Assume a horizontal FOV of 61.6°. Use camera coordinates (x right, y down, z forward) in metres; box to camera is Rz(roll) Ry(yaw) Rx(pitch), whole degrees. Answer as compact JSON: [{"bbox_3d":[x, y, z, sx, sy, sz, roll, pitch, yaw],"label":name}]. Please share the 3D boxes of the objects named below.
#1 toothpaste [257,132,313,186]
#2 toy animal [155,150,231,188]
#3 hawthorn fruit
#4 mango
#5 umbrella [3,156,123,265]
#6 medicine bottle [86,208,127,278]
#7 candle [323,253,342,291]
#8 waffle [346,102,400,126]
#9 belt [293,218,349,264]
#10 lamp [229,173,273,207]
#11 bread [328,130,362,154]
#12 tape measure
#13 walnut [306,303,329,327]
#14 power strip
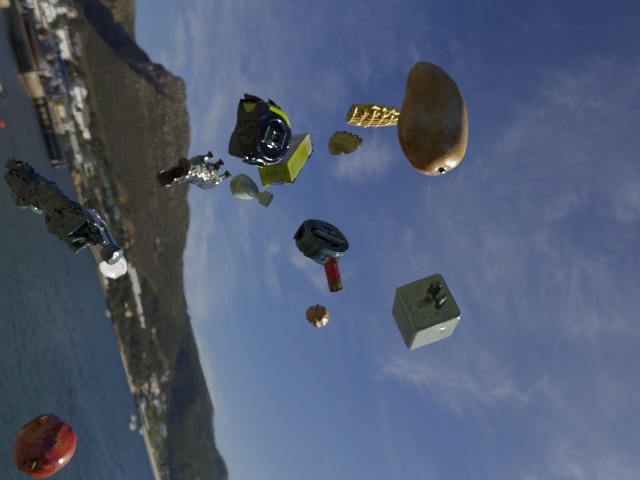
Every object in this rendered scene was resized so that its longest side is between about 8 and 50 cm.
[{"bbox_3d":[-0.117,-0.288,1.883,0.327,0.110,0.077,-67,149,-58],"label":"toothpaste"},{"bbox_3d":[-0.473,-0.266,2.044,0.106,0.168,0.343,60,19,7],"label":"toy animal"},{"bbox_3d":[-0.842,0.633,1.620,0.200,0.179,0.179,-98,-179,-70],"label":"hawthorn fruit"},{"bbox_3d":[0.349,-0.383,1.694,0.199,0.221,0.384,31,50,-67],"label":"mango"},{"bbox_3d":[-0.602,-0.057,1.245,0.348,0.094,0.143,39,-24,10],"label":"umbrella"},{"bbox_3d":[-0.663,0.002,1.614,0.219,0.078,0.115,53,-13,25],"label":"medicine bottle"},{"bbox_3d":[0.041,0.109,1.823,0.052,0.052,0.131,15,-60,64],"label":"candle"},{"bbox_3d":[0.208,-0.520,2.252,0.283,0.309,0.065,6,-89,41],"label":"waffle"},{"bbox_3d":[0.000,0.000,2.365,0.116,0.267,0.207,-51,-137,31],"label":"belt"},{"bbox_3d":[-0.291,-0.208,2.245,0.193,0.106,0.106,26,-35,5],"label":"lamp"},{"bbox_3d":[0.087,-0.400,2.163,0.157,0.094,0.083,-17,-136,51],"label":"bread"},{"bbox_3d":[-0.163,-0.310,1.549,0.112,0.186,0.199,22,-81,33],"label":"tape measure"},{"bbox_3d":[-0.010,0.259,1.852,0.096,0.078,0.083,71,21,-59],"label":"walnut"},{"bbox_3d":[0.286,0.185,1.456,0.224,0.140,0.139,85,-14,-61],"label":"power strip"}]
